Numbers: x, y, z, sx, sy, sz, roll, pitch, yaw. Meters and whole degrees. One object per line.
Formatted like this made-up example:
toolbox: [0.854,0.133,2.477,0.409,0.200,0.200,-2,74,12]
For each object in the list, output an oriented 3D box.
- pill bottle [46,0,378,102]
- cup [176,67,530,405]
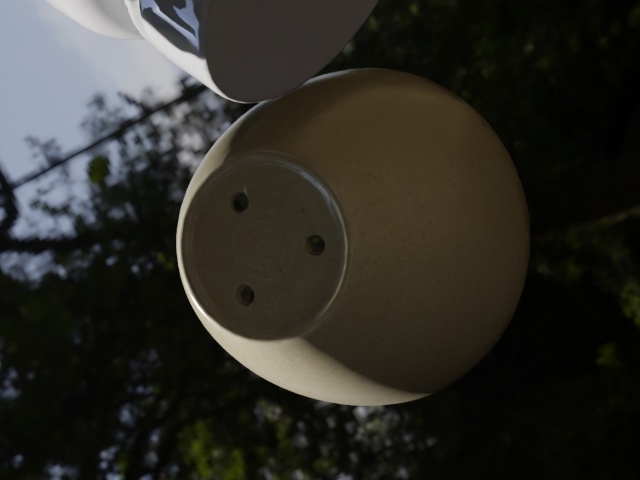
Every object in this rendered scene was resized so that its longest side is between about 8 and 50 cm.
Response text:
pill bottle: [-0.103,-0.192,0.689,0.283,0.160,0.160,37,175,24]
cup: [0.000,0.000,1.379,0.331,0.331,0.237,63,-158,10]
